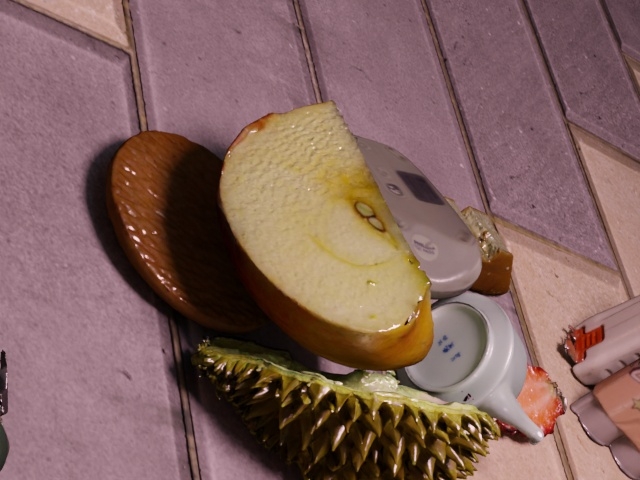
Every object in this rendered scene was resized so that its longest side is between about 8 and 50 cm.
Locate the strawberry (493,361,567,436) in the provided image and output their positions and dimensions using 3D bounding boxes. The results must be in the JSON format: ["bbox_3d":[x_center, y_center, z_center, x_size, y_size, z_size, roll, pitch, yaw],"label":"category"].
[{"bbox_3d":[0.264,0.214,1.955,0.152,0.048,0.104,-14,76,-41],"label":"strawberry"}]

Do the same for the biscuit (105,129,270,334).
[{"bbox_3d":[-0.138,-0.007,1.666,0.262,0.037,0.262,35,35,-29],"label":"biscuit"}]

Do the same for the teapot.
[{"bbox_3d":[0.186,0.155,1.829,0.159,0.159,0.232,19,24,-41],"label":"teapot"}]

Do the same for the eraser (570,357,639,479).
[{"bbox_3d":[0.509,0.207,2.039,0.171,0.290,0.087,47,32,-9],"label":"eraser"}]

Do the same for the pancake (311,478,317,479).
[{"bbox_3d":[0.027,0.285,1.613,0.115,0.011,0.115,31,37,-26],"label":"pancake"}]

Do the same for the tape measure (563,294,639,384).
[{"bbox_3d":[0.527,0.162,2.156,0.265,0.258,0.130,44,31,-26],"label":"tape measure"}]

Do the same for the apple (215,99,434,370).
[{"bbox_3d":[0.000,0.000,1.640,0.254,0.179,0.346,49,14,-54],"label":"apple"}]

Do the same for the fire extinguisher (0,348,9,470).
[{"bbox_3d":[-0.323,0.189,1.193,0.294,0.093,0.118,-46,122,-58],"label":"fire extinguisher"}]

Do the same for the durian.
[{"bbox_3d":[0.043,0.173,1.599,0.394,0.163,0.198,19,40,-22],"label":"durian"}]

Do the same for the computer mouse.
[{"bbox_3d":[0.080,-0.029,1.880,0.197,0.095,0.331,16,25,-27],"label":"computer mouse"}]

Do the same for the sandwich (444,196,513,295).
[{"bbox_3d":[0.189,0.003,2.026,0.244,0.088,0.090,16,43,-43],"label":"sandwich"}]
